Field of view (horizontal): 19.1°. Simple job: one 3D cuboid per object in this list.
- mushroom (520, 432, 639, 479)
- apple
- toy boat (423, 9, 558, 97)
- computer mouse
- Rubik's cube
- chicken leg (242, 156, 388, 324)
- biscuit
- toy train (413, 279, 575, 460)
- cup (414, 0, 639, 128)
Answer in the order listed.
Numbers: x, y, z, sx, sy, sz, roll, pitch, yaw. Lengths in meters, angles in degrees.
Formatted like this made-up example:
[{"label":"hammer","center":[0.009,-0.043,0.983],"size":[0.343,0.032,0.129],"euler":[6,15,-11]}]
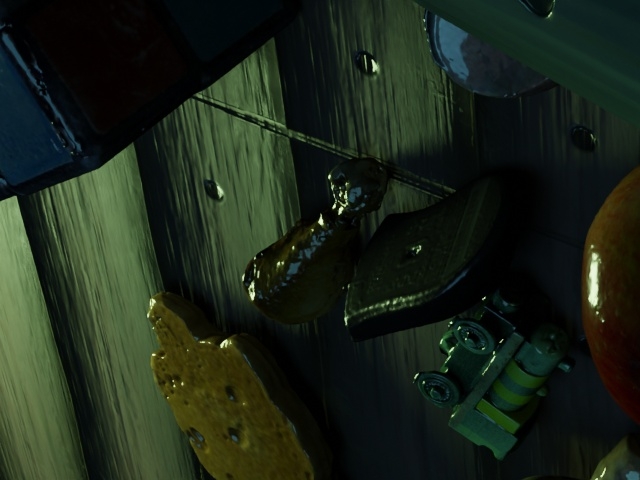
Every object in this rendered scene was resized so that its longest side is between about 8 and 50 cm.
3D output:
[{"label":"mushroom","center":[0.273,0.305,1.874],"size":[0.206,0.206,0.209],"euler":[49,139,2]},{"label":"apple","center":[0.320,0.076,1.635],"size":[0.251,0.163,0.293],"euler":[22,135,33]},{"label":"toy boat","center":[0.183,-0.212,1.609],"size":[0.155,0.085,0.227],"euler":[51,134,4]},{"label":"computer mouse","center":[0.117,0.028,1.847],"size":[0.088,0.147,0.264],"euler":[39,149,-24]},{"label":"Rubik's cube","center":[-0.273,-0.244,1.865],"size":[0.313,0.316,0.318],"euler":[-16,110,52]},{"label":"chicken leg","center":[0.002,0.002,1.981],"size":[0.087,0.107,0.251],"euler":[57,140,20]},{"label":"biscuit","center":[-0.092,0.218,2.320],"size":[0.376,0.051,0.269],"euler":[58,147,-9]},{"label":"toy train","center":[0.180,0.123,1.913],"size":[0.132,0.083,0.200],"euler":[34,143,4]},{"label":"cup","center":[0.285,-0.254,1.306],"size":[0.392,0.401,0.310],"euler":[29,173,32]}]
